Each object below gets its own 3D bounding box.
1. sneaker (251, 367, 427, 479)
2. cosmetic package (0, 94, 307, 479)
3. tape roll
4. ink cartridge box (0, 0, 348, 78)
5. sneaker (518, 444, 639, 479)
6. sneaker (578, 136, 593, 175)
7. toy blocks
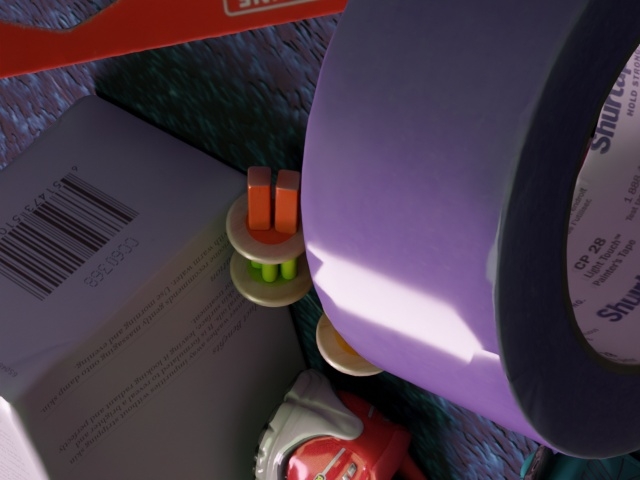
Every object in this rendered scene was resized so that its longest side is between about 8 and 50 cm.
[{"bbox_3d":[0.030,0.202,1.313,0.118,0.107,0.279,22,150,25],"label":"sneaker"},{"bbox_3d":[-0.126,0.121,1.300,0.156,0.217,0.385,30,149,32],"label":"cosmetic package"},{"bbox_3d":[0.086,-0.031,0.628,0.080,0.189,0.189,22,147,39],"label":"tape roll"},{"bbox_3d":[-0.107,-0.158,0.707,0.060,0.275,0.239,-116,16,-57],"label":"ink cartridge box"},{"bbox_3d":[0.119,0.192,1.049,0.124,0.178,0.295,37,-176,18],"label":"sneaker"},{"bbox_3d":[0.073,-0.060,0.871,0.075,0.063,0.170,15,147,40],"label":"sneaker"},{"bbox_3d":[0.000,0.000,1.096,0.123,0.054,0.148,37,155,18],"label":"toy blocks"}]
